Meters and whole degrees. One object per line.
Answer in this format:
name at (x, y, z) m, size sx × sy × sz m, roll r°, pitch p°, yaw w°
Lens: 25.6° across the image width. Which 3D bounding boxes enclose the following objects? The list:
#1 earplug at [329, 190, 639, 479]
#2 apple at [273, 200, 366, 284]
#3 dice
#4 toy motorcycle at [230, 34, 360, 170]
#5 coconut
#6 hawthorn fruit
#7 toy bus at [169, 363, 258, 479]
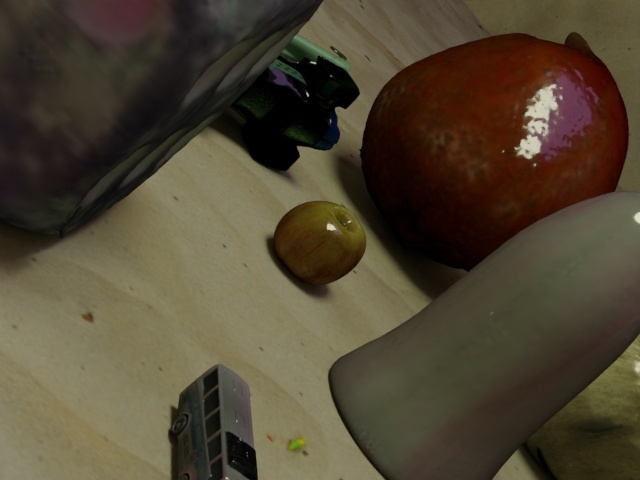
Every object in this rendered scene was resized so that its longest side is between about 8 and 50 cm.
earplug at (0.171, 0.071, 1.172) m, size 0.172 × 0.301 × 0.172 m, roll 41°, pitch 19°, yaw -17°
apple at (0.000, 0.000, 1.305) m, size 0.084 × 0.071 × 0.084 m, roll 39°, pitch 20°, yaw -18°
dice at (-0.174, -0.187, 0.981) m, size 0.271 × 0.270 × 0.270 m, roll 47°, pitch 19°, yaw -1°
toy motorcycle at (-0.108, -0.180, 1.379) m, size 0.331 × 0.125 × 0.196 m, roll 26°, pitch 29°, yaw -41°
coconut at (0.307, 0.173, 1.452) m, size 0.224 × 0.224 × 0.224 m, roll 41°, pitch 19°, yaw -18°
hawthorn fruit at (0.207, -0.092, 1.604) m, size 0.295 × 0.311 × 0.295 m, roll -21°, pitch 90°, yaw -89°
toy bus at (-0.066, 0.135, 0.905) m, size 0.037 × 0.052 × 0.131 m, roll 41°, pitch 19°, yaw -25°
